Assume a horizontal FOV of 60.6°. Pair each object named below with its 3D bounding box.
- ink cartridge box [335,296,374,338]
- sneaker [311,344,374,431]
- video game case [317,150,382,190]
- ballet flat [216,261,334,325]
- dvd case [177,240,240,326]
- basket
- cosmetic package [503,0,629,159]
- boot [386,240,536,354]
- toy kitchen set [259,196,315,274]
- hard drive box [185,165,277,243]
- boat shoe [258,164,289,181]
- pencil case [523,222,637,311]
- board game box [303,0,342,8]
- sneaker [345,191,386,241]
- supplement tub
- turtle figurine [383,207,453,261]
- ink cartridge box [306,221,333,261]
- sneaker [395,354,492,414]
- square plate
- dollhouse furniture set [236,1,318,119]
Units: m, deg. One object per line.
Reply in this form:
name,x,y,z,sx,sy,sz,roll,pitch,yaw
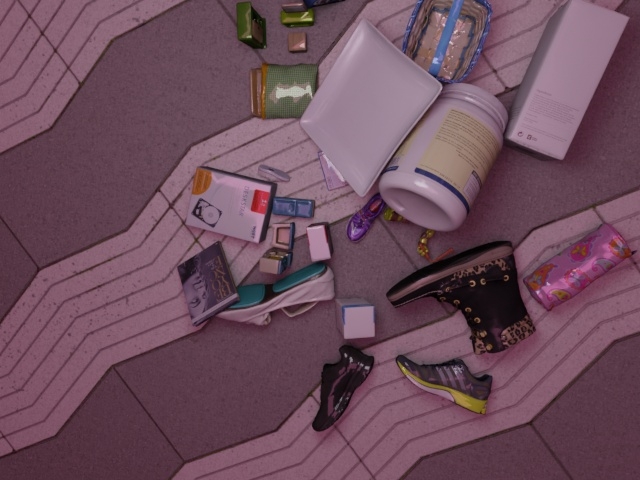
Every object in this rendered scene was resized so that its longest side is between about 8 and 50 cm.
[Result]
ink cartridge box,0.098,0.222,1.607,0.090,0.143,0.092,-2,97,-9
sneaker,0.045,0.445,1.666,0.130,0.109,0.286,32,91,10
video game case,0.086,-0.225,1.607,0.167,0.015,0.119,-15,94,10
ballet flat,-0.141,0.186,1.647,0.401,0.139,0.139,-19,94,9
dvd case,-0.342,0.128,1.655,0.165,0.018,0.221,-31,59,11
basket,0.318,-0.522,1.394,0.201,0.289,0.254,20,97,0
cosmetic package,0.609,-0.403,1.417,0.155,0.197,0.365,23,101,4
boot,0.404,0.188,1.545,0.378,0.138,0.284,-23,95,-3
toy kitchen set,-0.095,-0.016,1.584,0.122,0.166,0.206,5,98,8
hard drive box,-0.264,-0.109,1.637,0.233,0.089,0.180,14,100,6
boat shoe,-0.141,-0.193,1.639,0.100,0.035,0.035,20,127,2
pencil case,0.705,0.074,1.505,0.284,0.124,0.124,-39,90,10
board game box,-0.033,-0.758,1.487,0.042,0.165,0.243,-29,93,50
sneaker,0.130,-0.071,1.592,0.068,0.071,0.169,35,101,3
supplement tub,0.319,-0.212,1.401,0.236,0.235,0.324,30,76,4
turtle figurine,0.303,-0.087,1.554,0.218,0.087,0.269,20,107,-12
ink cartridge box,0.000,0.000,1.588,0.056,0.135,0.099,-10,96,6
sneaker,0.365,0.395,1.612,0.300,0.111,0.121,23,90,-1
square plate,0.120,-0.347,1.436,0.344,0.049,0.347,-54,54,27
dollhouse furniture set,-0.113,-0.494,1.532,0.198,0.151,0.301,0,97,8
